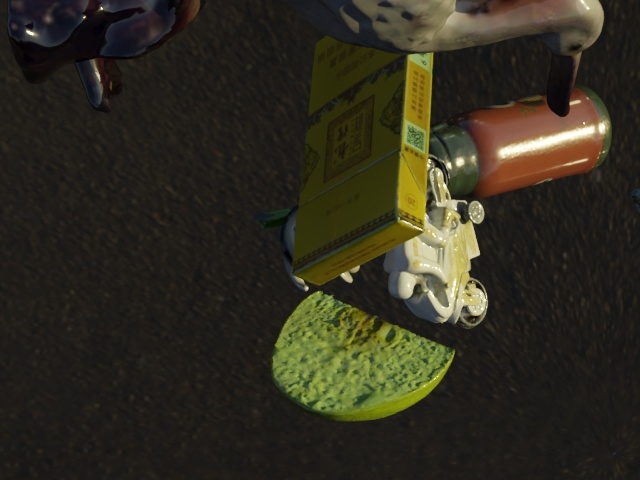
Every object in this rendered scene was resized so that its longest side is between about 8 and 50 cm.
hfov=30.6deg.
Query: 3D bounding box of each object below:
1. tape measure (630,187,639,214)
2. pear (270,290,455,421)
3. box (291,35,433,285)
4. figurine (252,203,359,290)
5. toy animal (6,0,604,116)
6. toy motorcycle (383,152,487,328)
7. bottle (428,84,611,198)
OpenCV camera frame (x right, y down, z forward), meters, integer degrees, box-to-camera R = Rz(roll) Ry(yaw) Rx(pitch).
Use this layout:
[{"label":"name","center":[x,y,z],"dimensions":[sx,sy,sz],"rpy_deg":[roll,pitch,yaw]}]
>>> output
[{"label":"tape measure","center":[0.455,-0.050,1.526],"dimensions":[0.091,0.094,0.054],"rpy_deg":[-50,29,-1]},{"label":"pear","center":[0.043,0.233,1.912],"dimensions":[0.288,0.239,0.139],"rpy_deg":[22,128,28]},{"label":"box","center":[0.044,-0.107,1.119],"dimensions":[0.153,0.041,0.279],"rpy_deg":[-28,47,44]},{"label":"figurine","center":[0.000,0.000,1.579],"dimensions":[0.126,0.192,0.147],"rpy_deg":[-32,82,3]},{"label":"toy animal","center":[0.020,-0.128,0.543],"dimensions":[0.324,0.195,0.090],"rpy_deg":[-2,65,-22]},{"label":"toy motorcycle","center":[0.128,0.012,1.396],"dimensions":[0.074,0.151,0.229],"rpy_deg":[-5,108,50]},{"label":"bottle","center":[0.280,-0.141,1.792],"dimensions":[0.336,0.144,0.144],"rpy_deg":[-16,73,-29]}]
